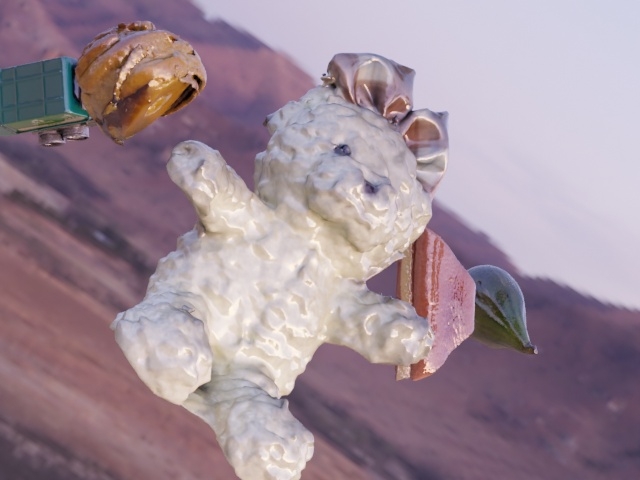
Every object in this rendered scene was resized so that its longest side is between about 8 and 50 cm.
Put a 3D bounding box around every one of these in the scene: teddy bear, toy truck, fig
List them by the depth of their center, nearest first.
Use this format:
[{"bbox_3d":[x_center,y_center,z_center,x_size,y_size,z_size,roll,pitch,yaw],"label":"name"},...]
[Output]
[{"bbox_3d":[0.000,0.000,1.510,0.327,0.362,0.375,46,6,-13],"label":"teddy bear"},{"bbox_3d":[-0.353,-0.201,2.170,0.253,0.114,0.124,-8,-7,27],"label":"toy truck"},{"bbox_3d":[0.253,0.113,2.246,0.117,0.117,0.177,35,17,-33],"label":"fig"}]

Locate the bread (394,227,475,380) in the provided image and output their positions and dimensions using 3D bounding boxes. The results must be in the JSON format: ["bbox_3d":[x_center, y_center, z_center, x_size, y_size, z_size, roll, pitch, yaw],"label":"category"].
[{"bbox_3d":[0.136,0.082,1.934,0.067,0.192,0.119,0,-7,43],"label":"bread"}]

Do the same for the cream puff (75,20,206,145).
[{"bbox_3d":[-0.180,-0.157,1.506,0.104,0.119,0.133,54,-28,3],"label":"cream puff"}]
